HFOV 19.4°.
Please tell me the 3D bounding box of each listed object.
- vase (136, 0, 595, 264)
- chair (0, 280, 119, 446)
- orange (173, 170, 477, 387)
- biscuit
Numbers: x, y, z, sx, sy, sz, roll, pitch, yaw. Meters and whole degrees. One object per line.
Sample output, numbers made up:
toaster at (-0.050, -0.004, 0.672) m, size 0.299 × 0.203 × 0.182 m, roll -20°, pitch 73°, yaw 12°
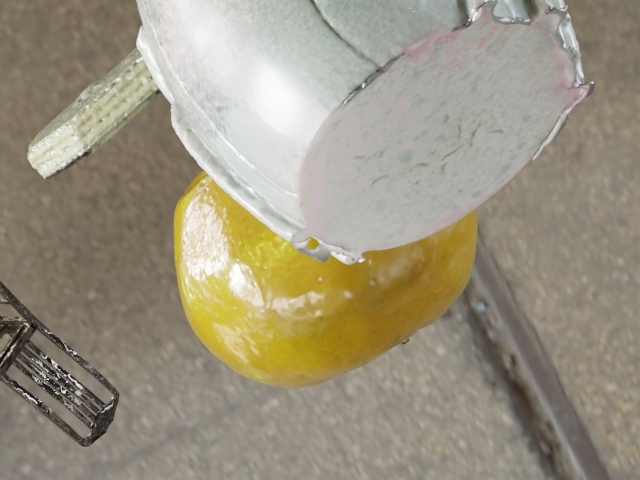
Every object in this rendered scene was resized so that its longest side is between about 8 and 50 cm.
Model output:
vase at (-0.035, -0.202, 1.191) m, size 0.250 × 0.250 × 0.445 m, roll -32°, pitch 56°, yaw -4°
chair at (-0.313, 0.127, 1.933) m, size 0.101 × 0.212 × 0.084 m, roll -2°, pitch 48°, yaw 52°
orange at (0.000, 0.000, 1.644) m, size 0.279 × 0.279 × 0.235 m, roll -34°, pitch 88°, yaw -6°
biscuit at (-0.215, -0.160, 2.003) m, size 0.252 × 0.052 × 0.150 m, roll -41°, pitch 13°, yaw 7°
